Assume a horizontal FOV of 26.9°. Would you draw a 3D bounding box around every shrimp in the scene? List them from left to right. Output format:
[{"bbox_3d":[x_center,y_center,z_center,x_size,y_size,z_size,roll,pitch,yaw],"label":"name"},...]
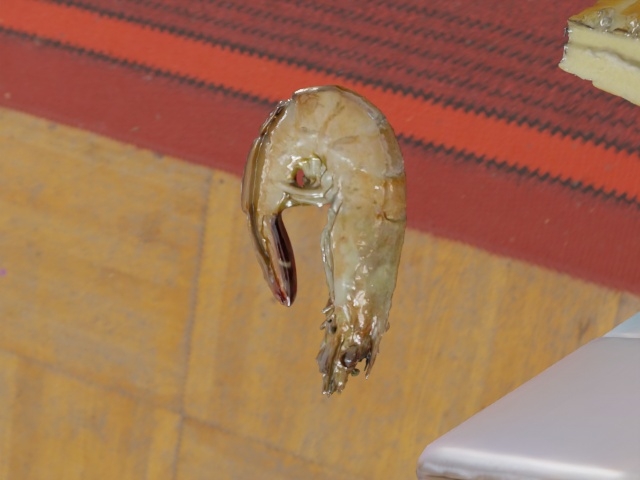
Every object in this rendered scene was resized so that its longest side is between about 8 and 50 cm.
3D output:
[{"bbox_3d":[-0.001,0.001,0.994,0.133,0.053,0.236,5,106,16],"label":"shrimp"}]

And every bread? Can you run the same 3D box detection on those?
[{"bbox_3d":[0.451,-0.242,1.633,0.239,0.246,0.111,24,132,35],"label":"bread"}]

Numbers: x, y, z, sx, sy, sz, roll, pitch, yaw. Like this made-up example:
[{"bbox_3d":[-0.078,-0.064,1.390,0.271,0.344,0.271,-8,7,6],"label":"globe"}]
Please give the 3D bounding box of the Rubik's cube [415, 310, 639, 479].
[{"bbox_3d":[0.255,0.141,0.400,0.291,0.290,0.291,-6,106,54],"label":"Rubik's cube"}]
